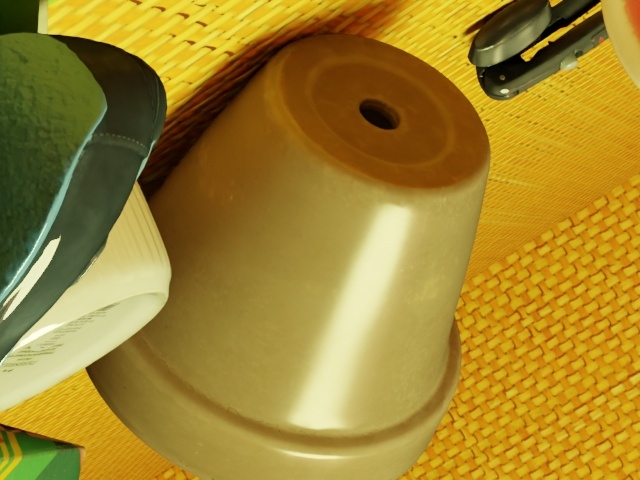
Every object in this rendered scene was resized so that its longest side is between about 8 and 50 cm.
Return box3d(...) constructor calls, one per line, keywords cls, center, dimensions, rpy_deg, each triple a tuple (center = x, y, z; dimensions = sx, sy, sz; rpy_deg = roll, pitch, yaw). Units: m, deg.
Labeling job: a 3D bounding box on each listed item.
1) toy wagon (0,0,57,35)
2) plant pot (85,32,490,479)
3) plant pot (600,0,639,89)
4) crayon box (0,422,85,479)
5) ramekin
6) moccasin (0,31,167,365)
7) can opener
box3d(cls="toy wagon", center=(-0.191, -0.069, 0.682), dimensions=(0.344, 0.068, 0.267), rpy_deg=(-28, 171, -16))
box3d(cls="plant pot", center=(0.000, 0.000, 1.195), dimensions=(0.263, 0.263, 0.229), rpy_deg=(-22, 151, -43))
box3d(cls="plant pot", center=(0.334, -0.178, 1.248), dimensions=(0.243, 0.275, 0.275), rpy_deg=(-7, 157, -43))
box3d(cls="crayon box", center=(-0.289, 0.140, 1.088), dimensions=(0.318, 0.202, 0.081), rpy_deg=(10, 93, -77))
box3d(cls="ramekin", center=(-0.184, 0.026, 1.073), dimensions=(0.207, 0.109, 0.207), rpy_deg=(-30, 170, -6))
box3d(cls="moccasin", center=(-0.177, 0.051, 0.733), dimensions=(0.342, 0.137, 0.117), rpy_deg=(-35, 175, 26))
box3d(cls="can opener", center=(0.193, -0.164, 1.399), dimensions=(0.186, 0.059, 0.073), rpy_deg=(-28, 170, -11))
